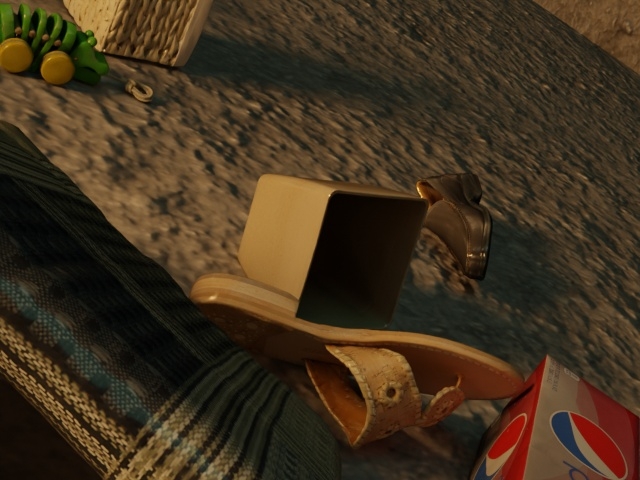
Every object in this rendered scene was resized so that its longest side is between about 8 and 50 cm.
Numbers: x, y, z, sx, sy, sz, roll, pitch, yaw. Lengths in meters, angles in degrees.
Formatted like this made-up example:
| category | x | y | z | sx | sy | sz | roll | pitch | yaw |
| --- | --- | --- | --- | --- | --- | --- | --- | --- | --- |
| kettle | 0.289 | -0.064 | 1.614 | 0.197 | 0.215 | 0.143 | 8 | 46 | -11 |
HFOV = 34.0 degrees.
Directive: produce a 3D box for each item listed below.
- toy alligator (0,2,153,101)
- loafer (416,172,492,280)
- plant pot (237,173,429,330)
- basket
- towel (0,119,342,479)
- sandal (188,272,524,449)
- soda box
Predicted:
| category | x | y | z | sx | sy | sz | roll | pitch | yaw |
| --- | --- | --- | --- | --- | --- | --- | --- | --- | --- |
| toy alligator | -0.221 | -0.168 | 0.908 | 0.190 | 0.051 | 0.056 | 12 | 32 | -34 |
| loafer | 0.131 | -0.014 | 1.029 | 0.061 | 0.062 | 0.170 | 5 | 27 | -4 |
| plant pot | 0.000 | 0.000 | 0.798 | 0.109 | 0.109 | 0.096 | 3 | 20 | -45 |
| basket | -0.169 | -0.268 | 1.015 | 0.103 | 0.167 | 0.113 | -1 | 41 | -41 |
| towel | -0.109 | 0.039 | 0.510 | 0.312 | 0.056 | 0.324 | 43 | -1 | 2 |
| sandal | 0.018 | 0.100 | 0.703 | 0.240 | 0.088 | 0.079 | 19 | 59 | -10 |
| soda box | 0.139 | 0.178 | 0.648 | 0.083 | 0.092 | 0.263 | 34 | 26 | 2 |
